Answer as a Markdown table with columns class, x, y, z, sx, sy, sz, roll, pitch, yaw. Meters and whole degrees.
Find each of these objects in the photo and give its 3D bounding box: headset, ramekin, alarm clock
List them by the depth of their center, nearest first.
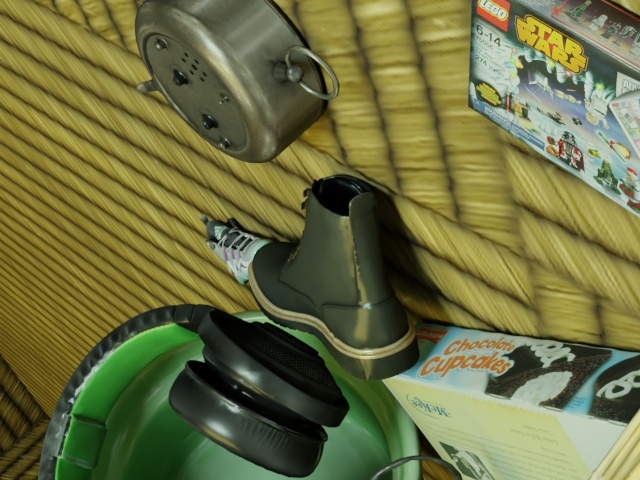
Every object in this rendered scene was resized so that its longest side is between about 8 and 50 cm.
| class | x | y | z | sx | sy | sz | roll | pitch | yaw |
| --- | --- | --- | --- | --- | --- | --- | --- | --- | --- |
| alarm clock | -0.051 | -0.107 | 0.765 | 0.192 | 0.064 | 0.129 | 11 | 140 | 53 |
| headset | -0.043 | 0.184 | 0.918 | 0.394 | 0.243 | 0.185 | 3 | 163 | 39 |
| ramekin | -0.049 | 0.227 | 1.060 | 0.303 | 0.303 | 0.148 | 34 | 164 | 30 |

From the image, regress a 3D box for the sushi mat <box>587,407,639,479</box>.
| class | x | y | z | sx | sy | sz | roll | pitch | yaw |
| --- | --- | --- | --- | --- | --- | --- | --- | --- | --- |
| sushi mat | 0.180 | 0.201 | 0.641 | 0.151 | 0.019 | 0.316 | 31 | 120 | 7 |

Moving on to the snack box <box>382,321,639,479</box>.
| class | x | y | z | sx | sy | sz | roll | pitch | yaw |
| --- | --- | --- | --- | --- | --- | --- | --- | --- | --- |
| snack box | 0.180 | 0.149 | 0.784 | 0.187 | 0.060 | 0.322 | 54 | 159 | -18 |

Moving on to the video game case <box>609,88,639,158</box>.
| class | x | y | z | sx | sy | sz | roll | pitch | yaw |
| --- | --- | --- | --- | --- | --- | --- | --- | --- | --- |
| video game case | 0.152 | -0.020 | 0.444 | 0.087 | 0.011 | 0.122 | 58 | 175 | -6 |

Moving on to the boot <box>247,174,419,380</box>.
| class | x | y | z | sx | sy | sz | roll | pitch | yaw |
| --- | --- | --- | --- | --- | --- | --- | --- | --- | --- |
| boot | 0.000 | 0.000 | 0.880 | 0.198 | 0.077 | 0.137 | 27 | 136 | 52 |

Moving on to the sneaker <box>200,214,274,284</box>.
| class | x | y | z | sx | sy | sz | roll | pitch | yaw |
| --- | --- | --- | --- | --- | --- | --- | --- | --- | --- |
| sneaker | -0.077 | 0.001 | 1.045 | 0.069 | 0.038 | 0.098 | 46 | 160 | 0 |

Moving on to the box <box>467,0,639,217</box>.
| class | x | y | z | sx | sy | sz | roll | pitch | yaw |
| --- | --- | --- | --- | --- | --- | --- | --- | --- | --- |
| box | 0.126 | -0.062 | 0.540 | 0.137 | 0.027 | 0.094 | 37 | 157 | 25 |
